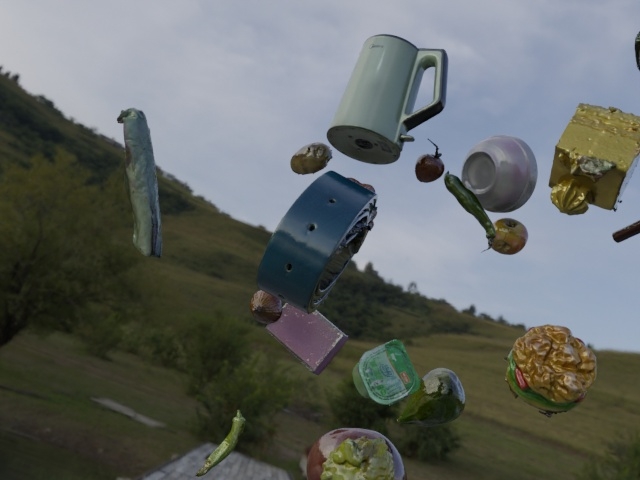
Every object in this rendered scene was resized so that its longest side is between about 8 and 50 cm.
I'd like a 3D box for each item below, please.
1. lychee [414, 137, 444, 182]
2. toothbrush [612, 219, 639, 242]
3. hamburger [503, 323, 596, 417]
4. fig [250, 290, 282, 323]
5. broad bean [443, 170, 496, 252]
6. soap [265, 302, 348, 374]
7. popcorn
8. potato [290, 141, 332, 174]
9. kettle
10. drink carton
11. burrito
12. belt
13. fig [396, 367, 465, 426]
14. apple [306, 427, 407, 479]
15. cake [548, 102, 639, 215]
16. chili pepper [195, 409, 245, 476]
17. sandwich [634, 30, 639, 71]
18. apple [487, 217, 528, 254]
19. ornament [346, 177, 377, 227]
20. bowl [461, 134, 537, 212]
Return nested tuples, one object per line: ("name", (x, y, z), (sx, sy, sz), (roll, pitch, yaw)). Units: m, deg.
("lychee", (0.377, -0.258, 2.161), (0.114, 0.101, 0.140), (9, -32, -30))
("toothbrush", (0.964, -0.080, 1.729), (0.041, 0.040, 0.364), (27, -38, -22))
("hamburger", (0.599, 0.317, 1.631), (0.237, 0.237, 0.148), (17, -36, 12))
("fig", (-0.185, 0.214, 2.130), (0.119, 0.119, 0.153), (18, -23, 9))
("broad bean", (0.521, -0.112, 2.194), (0.098, 0.318, 0.056), (-13, -21, -36))
("soap", (-0.052, 0.341, 2.310), (0.259, 0.181, 0.081), (36, -5, 26))
("popcorn", (0.086, 0.536, 1.472), (0.174, 0.173, 0.142), (16, -16, 18))
("potato", (-0.048, -0.301, 2.310), (0.172, 0.100, 0.089), (-23, -48, 15))
("kettle", (0.239, -0.469, 2.087), (0.361, 0.376, 0.250), (7, -20, 34))
("drink carton", (0.155, 0.358, 1.669), (0.144, 0.146, 0.142), (-19, -11, -20))
("burrito", (-0.362, -0.115, 1.278), (0.066, 0.309, 0.096), (-8, 2, -15))
("belt", (-0.001, 0.000, 1.561), (0.173, 0.300, 0.436), (30, 29, 12))
("fig", (0.358, 0.507, 1.959), (0.167, 0.233, 0.167), (19, 22, -8))
("apple", (0.108, 0.699, 1.910), (0.306, 0.235, 0.305), (-6, -38, -4))
("cake", (0.812, -0.224, 1.874), (0.223, 0.286, 0.227), (22, -28, 26))
("chili pepper", (-0.266, 0.575, 1.760), (0.043, 0.208, 0.049), (21, -22, 32))
("sandwich", (0.858, -0.407, 1.521), (0.159, 0.079, 0.235), (-8, -44, 39))
("apple", (0.683, -0.011, 2.311), (0.147, 0.146, 0.146), (19, -15, 5))
("ornament", (0.042, -0.065, 1.919), (0.221, 0.217, 0.235), (43, -52, -3))
("bowl", (0.613, -0.239, 2.263), (0.144, 0.286, 0.287), (-2, 0, -35))
